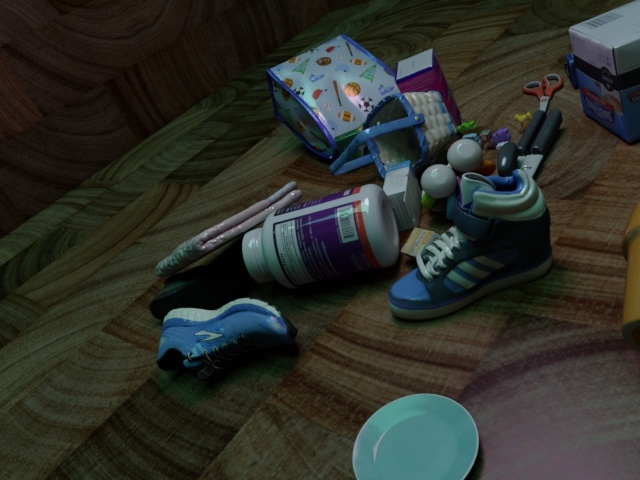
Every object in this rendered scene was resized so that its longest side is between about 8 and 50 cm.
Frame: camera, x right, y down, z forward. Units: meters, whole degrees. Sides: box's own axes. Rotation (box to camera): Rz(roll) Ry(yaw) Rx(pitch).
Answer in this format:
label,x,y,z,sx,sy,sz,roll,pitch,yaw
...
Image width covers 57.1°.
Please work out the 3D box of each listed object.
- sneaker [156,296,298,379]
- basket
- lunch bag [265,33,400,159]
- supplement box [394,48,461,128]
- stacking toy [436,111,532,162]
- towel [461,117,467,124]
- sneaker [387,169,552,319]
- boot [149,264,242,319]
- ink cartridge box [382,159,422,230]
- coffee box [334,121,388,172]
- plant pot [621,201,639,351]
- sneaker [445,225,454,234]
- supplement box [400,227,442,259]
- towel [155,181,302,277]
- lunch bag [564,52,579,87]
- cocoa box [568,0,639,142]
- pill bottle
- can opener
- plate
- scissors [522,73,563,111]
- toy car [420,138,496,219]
label,x,y,z,sx,sy,sz,roll,pitch,yaw
sneaker,-0.193,0.212,1.180,0.330,0.130,0.147,-13,46,28
basket,0.180,-0.254,1.488,0.289,0.201,0.255,-18,-6,-21
lunch bag,0.064,-0.440,1.890,0.328,0.239,0.385,-33,52,-16
supplement box,0.303,-0.399,1.643,0.114,0.220,0.111,-16,37,24
stacking toy,0.424,-0.255,1.512,0.221,0.052,0.167,-1,36,41
towel,0.380,-0.340,1.720,0.060,0.009,0.083,-41,32,-24
sneaker,0.244,-0.009,1.051,0.322,0.236,0.130,-20,29,10
boot,-0.302,0.102,1.466,0.246,0.083,0.161,-17,24,13
ink cartridge box,0.190,-0.095,1.369,0.061,0.104,0.181,-13,31,22
coffee box,0.143,-0.279,1.701,0.184,0.113,0.040,-21,30,10
plant pot,0.503,0.064,0.797,0.205,0.205,0.188,9,60,46
sneaker,0.327,-0.025,1.186,0.178,0.072,0.077,-10,31,24
supplement box,0.208,0.011,1.203,0.062,0.036,0.098,-58,14,-2
towel,-0.234,-0.021,1.461,0.317,0.053,0.332,-33,3,-33
lunch bag,0.695,-0.465,1.586,0.065,0.098,0.067,-18,35,19
cocoa box,0.776,-0.409,1.297,0.347,0.228,0.231,-21,29,8
pill bottle,0.000,0.000,1.286,0.323,0.181,0.181,-14,31,20
can opener,0.485,-0.230,1.367,0.076,0.095,0.283,5,47,41
plate,0.137,0.302,0.849,0.188,0.024,0.188,-20,30,12
scissors,0.620,-0.390,1.601,0.109,0.021,0.297,-13,30,18
toy car,0.311,-0.121,1.302,0.182,0.159,0.136,-44,73,-3
